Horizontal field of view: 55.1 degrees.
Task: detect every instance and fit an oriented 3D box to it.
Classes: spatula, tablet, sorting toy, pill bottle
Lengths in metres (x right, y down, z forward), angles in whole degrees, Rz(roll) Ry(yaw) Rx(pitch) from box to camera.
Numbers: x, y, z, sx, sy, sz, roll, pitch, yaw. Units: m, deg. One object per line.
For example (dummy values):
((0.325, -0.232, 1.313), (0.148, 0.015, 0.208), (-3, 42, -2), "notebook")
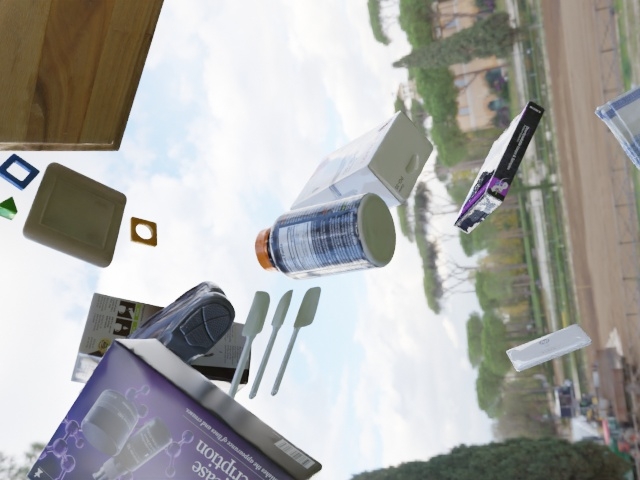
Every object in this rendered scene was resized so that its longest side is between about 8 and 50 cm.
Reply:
((-0.087, 0.193, 1.098), (0.168, 0.019, 0.242), (-3, -64, -51), "spatula")
((0.248, 0.116, 0.671), (0.054, 0.083, 0.006), (-70, -44, -77), "tablet")
((-0.507, -0.047, 1.279), (0.347, 0.047, 0.196), (27, -135, -29), "sorting toy")
((0.000, 0.000, 1.090), (0.130, 0.245, 0.131), (19, -114, -52), "pill bottle")

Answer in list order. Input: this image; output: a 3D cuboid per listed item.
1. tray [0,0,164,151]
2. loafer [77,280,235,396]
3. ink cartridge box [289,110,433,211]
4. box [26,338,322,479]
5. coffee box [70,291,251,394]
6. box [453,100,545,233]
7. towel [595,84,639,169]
((-0.287, -0.282, 0.700), (0.202, 0.411, 0.076), (-7, -129, -42), "tray")
((-0.271, 0.182, 1.011), (0.109, 0.302, 0.095), (52, 179, -33), "loafer")
((0.089, -0.141, 1.377), (0.117, 0.283, 0.207), (45, -128, -17), "ink cartridge box")
((-0.160, 0.257, 0.682), (0.184, 0.261, 0.103), (-58, -16, 1), "box")
((-0.293, 0.210, 1.143), (0.168, 0.297, 0.119), (130, 149, -52), "coffee box")
((0.243, -0.098, 0.838), (0.162, 0.029, 0.116), (-61, -2, -21), "box")
((0.629, -0.158, 1.031), (0.285, 0.209, 0.034), (61, 180, 16), "towel")
